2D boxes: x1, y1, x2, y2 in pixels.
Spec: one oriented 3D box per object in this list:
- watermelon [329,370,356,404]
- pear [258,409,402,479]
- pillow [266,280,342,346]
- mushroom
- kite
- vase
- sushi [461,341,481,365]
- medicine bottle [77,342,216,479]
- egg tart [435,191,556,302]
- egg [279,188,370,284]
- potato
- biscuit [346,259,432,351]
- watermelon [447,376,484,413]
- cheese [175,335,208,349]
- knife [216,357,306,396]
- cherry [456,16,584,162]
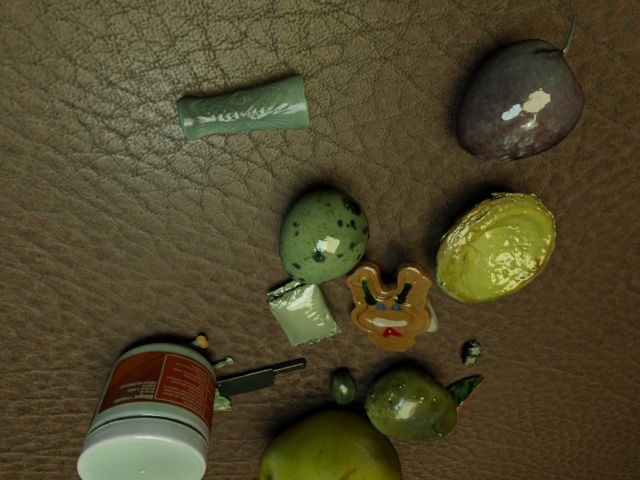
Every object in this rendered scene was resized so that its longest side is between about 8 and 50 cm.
[{"bbox_3d":[0.064,0.419,1.153,0.078,0.078,0.111,-12,127,-7],"label":"watermelon"},{"bbox_3d":[0.031,0.666,1.134,0.417,0.362,0.363,7,118,-21],"label":"pear"},{"bbox_3d":[-0.042,0.171,0.984,0.134,0.078,0.182,-23,121,0],"label":"pillow"},{"bbox_3d":[0.251,0.156,1.046,0.084,0.071,0.209,-12,128,33],"label":"mushroom"},{"bbox_3d":[-0.348,0.370,1.064,0.267,0.013,0.323,-29,120,4],"label":"kite"},{"bbox_3d":[-0.136,-0.230,0.723,0.219,0.096,0.096,-10,121,-4],"label":"vase"},{"bbox_3d":[0.450,0.343,1.221,0.045,0.044,0.083,-4,118,-12],"label":"sushi"},{"bbox_3d":[-0.371,0.399,0.918,0.252,0.241,0.253,-4,124,-6],"label":"medicine bottle"},{"bbox_3d":[0.403,0.013,0.977,0.314,0.120,0.315,-6,122,-9],"label":"egg tart"},{"bbox_3d":[0.000,0.000,0.840,0.176,0.177,0.228,19,130,-23],"label":"egg"},{"bbox_3d":[0.272,0.478,1.181,0.307,0.173,0.210,31,101,-29],"label":"potato"},{"bbox_3d":[0.171,0.175,1.006,0.201,0.047,0.334,3,134,14],"label":"biscuit"},{"bbox_3d":[0.441,0.535,1.328,0.119,0.063,0.245,9,113,-39],"label":"watermelon"},{"bbox_3d":[-0.329,0.263,0.993,0.111,0.017,0.047,-22,122,0],"label":"cheese"},{"bbox_3d":[-0.154,0.375,1.104,0.245,0.019,0.072,-12,123,-9],"label":"knife"},{"bbox_3d":[0.383,-0.260,0.777,0.213,0.184,0.266,40,120,-21],"label":"cherry"}]
